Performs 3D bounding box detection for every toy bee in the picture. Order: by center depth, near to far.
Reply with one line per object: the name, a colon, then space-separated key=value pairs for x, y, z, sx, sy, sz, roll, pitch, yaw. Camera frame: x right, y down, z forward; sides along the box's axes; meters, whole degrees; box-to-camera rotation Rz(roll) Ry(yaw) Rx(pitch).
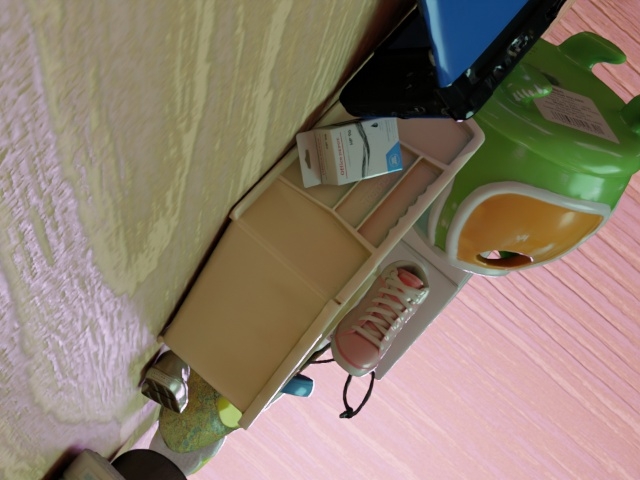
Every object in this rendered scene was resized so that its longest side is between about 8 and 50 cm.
toy bee: x=-0.066 y=0.101 z=1.760 sx=0.298 sy=0.162 sz=0.195 roll=150 pitch=-48 yaw=-63

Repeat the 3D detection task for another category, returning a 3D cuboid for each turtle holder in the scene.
turtle holder: x=0.167 y=-0.113 z=1.602 sx=0.243 sy=0.320 sz=0.227 roll=-6 pitch=132 yaw=-48

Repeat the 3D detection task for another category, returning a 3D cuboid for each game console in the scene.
game console: x=0.128 y=-0.251 z=1.257 sx=0.293 sy=0.173 sz=0.250 roll=-48 pitch=-153 yaw=-20

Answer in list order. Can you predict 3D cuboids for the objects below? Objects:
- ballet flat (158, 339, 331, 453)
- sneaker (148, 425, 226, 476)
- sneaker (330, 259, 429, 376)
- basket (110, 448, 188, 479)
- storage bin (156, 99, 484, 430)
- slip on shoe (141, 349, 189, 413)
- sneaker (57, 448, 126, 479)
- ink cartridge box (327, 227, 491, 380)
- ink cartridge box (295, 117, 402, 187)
ballet flat: x=-0.058 y=0.138 z=1.983 sx=0.348 sy=0.123 sz=0.123 roll=-42 pitch=172 yaw=-35
sneaker: x=-0.154 y=0.239 z=2.254 sx=0.240 sy=0.091 sz=0.126 roll=-51 pitch=177 yaw=-6
sneaker: x=0.056 y=0.063 z=1.444 sx=0.070 sy=0.051 sz=0.134 roll=-55 pitch=177 yaw=38
basket: x=-0.257 y=0.381 z=1.931 sx=0.227 sy=0.154 sz=0.204 roll=-24 pitch=111 yaw=-67
storage bin: x=0.000 y=0.000 z=1.465 sx=0.260 sy=0.123 sz=0.262 roll=-47 pitch=175 yaw=-35
slip on shoe: x=-0.156 y=0.143 z=1.642 sx=0.041 sy=0.051 sz=0.135 roll=-61 pitch=174 yaw=-17
sneaker: x=-0.249 y=0.311 z=1.674 sx=0.150 sy=0.135 sz=0.366 roll=-43 pitch=166 yaw=-10
ink cartridge box: x=0.099 y=-0.012 z=1.938 sx=0.198 sy=0.197 sz=0.270 roll=-53 pitch=176 yaw=41
ink cartridge box: x=0.024 y=-0.074 z=1.325 sx=0.083 sy=0.048 sz=0.028 roll=-16 pitch=-167 yaw=-29
